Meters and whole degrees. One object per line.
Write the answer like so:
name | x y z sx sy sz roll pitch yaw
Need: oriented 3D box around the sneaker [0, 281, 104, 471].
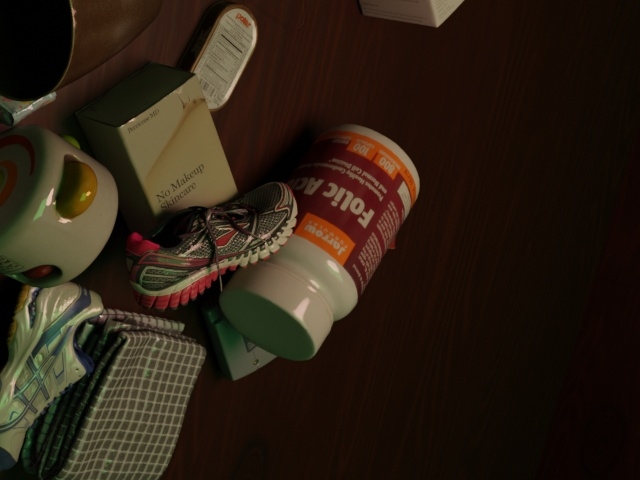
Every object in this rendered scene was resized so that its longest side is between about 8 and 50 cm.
sneaker | -0.398 0.200 1.226 0.130 0.112 0.297 16 97 -18

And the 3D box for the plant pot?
plant pot | -0.312 -0.308 1.078 0.230 0.215 0.216 -37 134 -53

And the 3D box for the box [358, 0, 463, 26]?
box | 0.180 -0.500 1.570 0.182 0.181 0.119 -48 138 -24

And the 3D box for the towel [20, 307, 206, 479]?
towel | -0.320 0.259 1.375 0.235 0.121 0.284 23 88 -53

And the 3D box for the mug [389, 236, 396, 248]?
mug | 0.108 -0.079 1.741 0.150 0.113 0.169 8 97 -53

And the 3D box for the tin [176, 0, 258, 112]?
tin | -0.164 -0.293 1.375 0.106 0.040 0.190 35 79 -56

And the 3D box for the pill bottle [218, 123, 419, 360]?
pill bottle | 0.000 0.000 1.504 0.392 0.224 0.224 -58 142 -31

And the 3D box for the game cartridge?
game cartridge | -0.094 0.124 1.639 0.297 0.062 0.198 -38 137 -33

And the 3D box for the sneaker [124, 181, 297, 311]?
sneaker | -0.153 -0.012 1.270 0.299 0.120 0.112 -35 130 -34

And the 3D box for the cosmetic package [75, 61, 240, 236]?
cosmetic package | -0.232 -0.097 1.323 0.160 0.113 0.310 -43 136 -29

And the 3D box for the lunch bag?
lunch bag | -0.393 -0.186 1.110 0.071 0.083 0.053 -43 135 -28

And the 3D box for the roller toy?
roller toy | -0.374 -0.045 1.105 0.191 0.209 0.146 -50 140 1
